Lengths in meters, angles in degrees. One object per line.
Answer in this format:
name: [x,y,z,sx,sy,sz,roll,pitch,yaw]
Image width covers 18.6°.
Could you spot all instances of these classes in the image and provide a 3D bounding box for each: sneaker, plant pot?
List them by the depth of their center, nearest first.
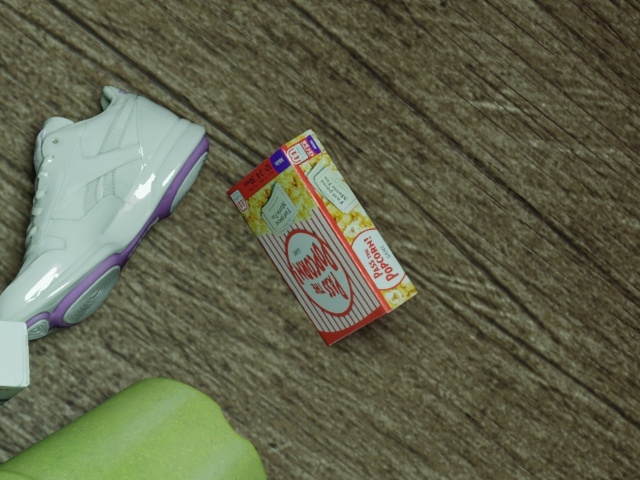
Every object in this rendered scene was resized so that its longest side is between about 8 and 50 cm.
plant pot: [-0.189,0.261,1.745,0.276,0.276,0.254,51,50,-2]
sneaker: [-0.242,-0.026,1.895,0.152,0.114,0.305,34,58,4]

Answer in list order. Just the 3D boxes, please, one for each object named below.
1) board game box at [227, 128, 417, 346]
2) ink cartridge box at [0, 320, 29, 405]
board game box: [0.000,0.000,1.958,0.045,0.147,0.193,-33,88,-29]
ink cartridge box: [-0.335,0.116,1.767,0.109,0.150,0.063,4,72,-23]
